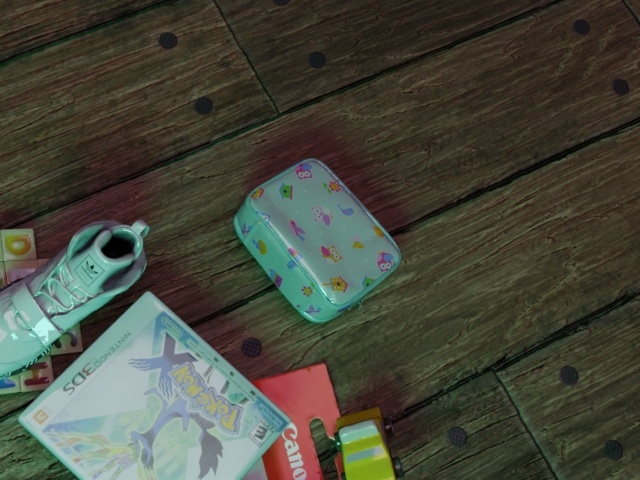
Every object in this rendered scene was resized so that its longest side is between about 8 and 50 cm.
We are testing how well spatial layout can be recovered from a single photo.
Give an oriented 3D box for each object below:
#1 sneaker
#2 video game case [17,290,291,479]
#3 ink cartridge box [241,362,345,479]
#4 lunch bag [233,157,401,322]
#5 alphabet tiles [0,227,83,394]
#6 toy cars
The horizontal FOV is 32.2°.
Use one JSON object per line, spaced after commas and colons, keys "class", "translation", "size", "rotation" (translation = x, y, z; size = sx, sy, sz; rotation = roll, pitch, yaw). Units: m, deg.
{"class": "sneaker", "translation": [-0.429, 0.084, 1.810], "size": [0.366, 0.210, 0.137], "rotation": [-40, 93, -32]}
{"class": "video game case", "translation": [-0.264, 0.291, 1.796], "size": [0.329, 0.036, 0.300], "rotation": [42, 67, 5]}
{"class": "ink cartridge box", "translation": [-0.127, 0.383, 1.853], "size": [0.385, 0.091, 0.308], "rotation": [-12, 73, -13]}
{"class": "lunch bag", "translation": [0.000, 0.000, 1.994], "size": [0.224, 0.108, 0.279], "rotation": [-35, 82, -38]}
{"class": "alphabet tiles", "translation": [-0.575, 0.120, 1.853], "size": [0.342, 0.011, 0.285], "rotation": [-3, 74, -29]}
{"class": "toy cars", "translation": [0.014, 0.401, 1.779], "size": [0.176, 0.087, 0.393], "rotation": [11, 45, 36]}
